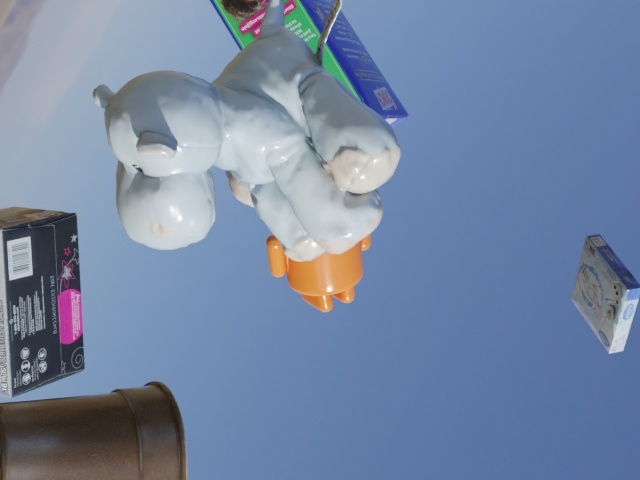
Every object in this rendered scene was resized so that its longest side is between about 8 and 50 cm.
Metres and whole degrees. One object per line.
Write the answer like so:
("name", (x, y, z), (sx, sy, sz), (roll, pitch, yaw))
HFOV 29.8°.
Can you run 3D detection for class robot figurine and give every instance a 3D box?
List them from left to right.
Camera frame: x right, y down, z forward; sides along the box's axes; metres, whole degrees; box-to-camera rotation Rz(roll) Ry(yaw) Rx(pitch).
("robot figurine", (-0.001, 0.001, 1.892), (0.128, 0.158, 0.219), (-76, 161, -65))

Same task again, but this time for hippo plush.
("hippo plush", (-0.079, -0.092, 1.165), (0.234, 0.236, 0.294), (34, -51, 43))

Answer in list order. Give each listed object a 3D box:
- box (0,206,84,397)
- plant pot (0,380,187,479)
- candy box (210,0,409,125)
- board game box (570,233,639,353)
("box", (-0.458, 0.086, 1.773), (0.142, 0.163, 0.247), (5, -78, 31))
("plant pot", (-0.231, 0.214, 1.125), (0.167, 0.165, 0.167), (-13, -105, 62))
("candy box", (-0.022, -0.279, 1.733), (0.122, 0.317, 0.268), (-34, 176, 15))
("board game box", (0.298, 0.055, 1.263), (0.090, 0.020, 0.090), (-117, -156, -46))
